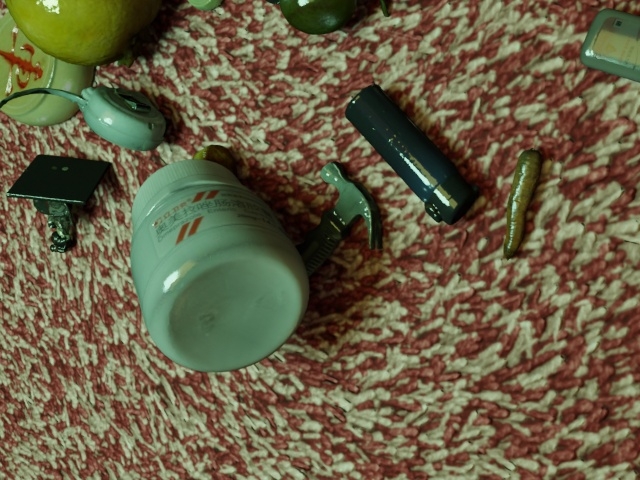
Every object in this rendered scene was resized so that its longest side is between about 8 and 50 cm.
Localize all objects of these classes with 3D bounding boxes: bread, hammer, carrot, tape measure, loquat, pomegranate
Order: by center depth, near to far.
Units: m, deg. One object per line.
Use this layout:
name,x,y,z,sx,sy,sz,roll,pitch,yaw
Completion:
carrot,0.282,-0.050,1.042,0.035,0.035,0.165,18,102,29
pomegranate,0.027,-0.401,1.140,0.191,0.131,0.152,-8,81,8
hammer,0.000,0.000,1.205,0.226,0.041,0.159,-46,68,22
tape measure,-0.401,-0.223,1.269,0.164,0.330,0.084,34,110,24
bread,-0.180,-0.127,1.283,0.053,0.085,0.085,-16,83,35
loquat,-0.419,-0.435,1.320,0.274,0.274,0.275,1,91,30

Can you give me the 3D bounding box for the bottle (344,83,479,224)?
bottle,0.134,-0.128,1.103,0.082,0.072,0.244,-39,70,-6

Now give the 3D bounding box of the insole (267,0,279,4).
insole,-0.135,-0.559,1.291,0.119,0.009,0.349,-39,72,27

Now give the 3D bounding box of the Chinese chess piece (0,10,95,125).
Chinese chess piece,-0.579,-0.361,1.505,0.250,0.097,0.251,0,90,31

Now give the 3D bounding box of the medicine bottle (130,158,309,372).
medicine bottle,-0.172,0.027,1.144,0.245,0.245,0.306,-59,35,18

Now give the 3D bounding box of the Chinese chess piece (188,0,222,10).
Chinese chess piece,-0.207,-0.457,1.320,0.084,0.034,0.084,2,93,30

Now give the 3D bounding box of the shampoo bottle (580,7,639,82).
shampoo bottle,0.427,-0.243,0.948,0.165,0.040,0.080,28,103,28

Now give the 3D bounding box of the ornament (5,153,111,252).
ornament,-0.508,-0.052,1.473,0.153,0.166,0.196,8,127,2
